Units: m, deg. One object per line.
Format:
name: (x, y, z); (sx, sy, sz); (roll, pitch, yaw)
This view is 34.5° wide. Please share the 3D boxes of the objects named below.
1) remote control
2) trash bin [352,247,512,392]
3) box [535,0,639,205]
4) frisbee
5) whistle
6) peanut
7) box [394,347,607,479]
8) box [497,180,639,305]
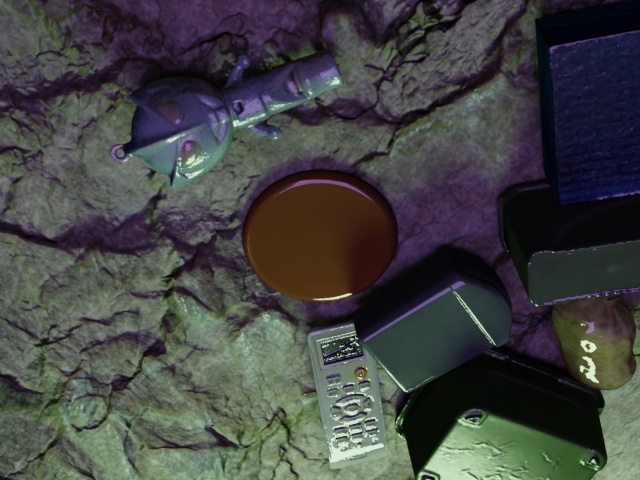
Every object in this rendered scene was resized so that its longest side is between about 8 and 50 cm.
remote control: (0.047, 0.267, 1.803); (0.109, 0.055, 0.313); (-12, 119, -6)
trash bin: (0.191, 0.127, 1.673); (0.236, 0.101, 0.176); (-33, 122, 12)
box: (0.459, -0.203, 1.467); (0.279, 0.116, 0.261); (-8, 122, 4)
frisbee: (0.000, 0.000, 1.644); (0.251, 0.021, 0.250); (0, 124, 0)
whistle: (-0.138, -0.184, 1.465); (0.346, 0.134, 0.142); (-22, 81, 1)
peanut: (0.455, 0.156, 1.697); (0.129, 0.129, 0.224); (-17, 129, 9)
box: (0.320, 0.342, 1.782); (0.329, 0.177, 0.252); (19, 119, -14)
box: (0.419, -0.002, 1.562); (0.274, 0.178, 0.138); (-9, 123, 5)
